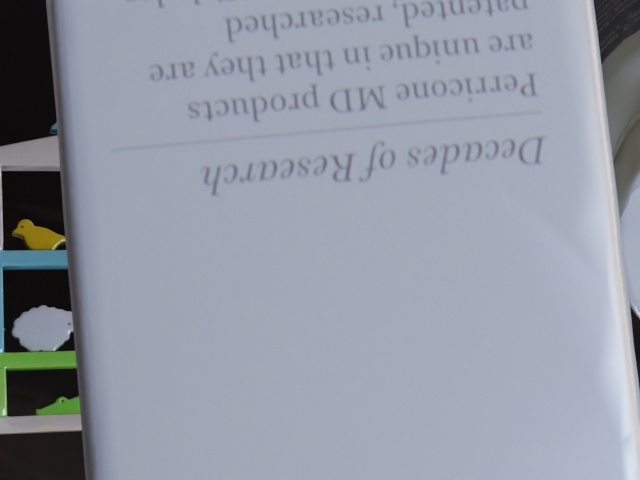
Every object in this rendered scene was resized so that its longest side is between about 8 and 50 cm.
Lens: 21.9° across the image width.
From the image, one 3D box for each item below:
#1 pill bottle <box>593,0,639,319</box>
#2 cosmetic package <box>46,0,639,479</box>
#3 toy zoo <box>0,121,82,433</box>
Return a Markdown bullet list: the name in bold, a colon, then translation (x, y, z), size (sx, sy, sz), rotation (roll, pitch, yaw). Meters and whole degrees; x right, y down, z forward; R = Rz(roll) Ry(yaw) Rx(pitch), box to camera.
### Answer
- **pill bottle**: translation (0.250, -0.080, 1.050), size (0.204, 0.361, 0.204), rotation (1, 116, 2)
- **cosmetic package**: translation (0.000, 0.000, 0.564), size (0.161, 0.230, 0.453), rotation (-5, 84, -4)
- **toy zoo**: translation (-0.198, 0.020, 1.458), size (0.030, 0.192, 0.293), rotation (143, 125, -75)
